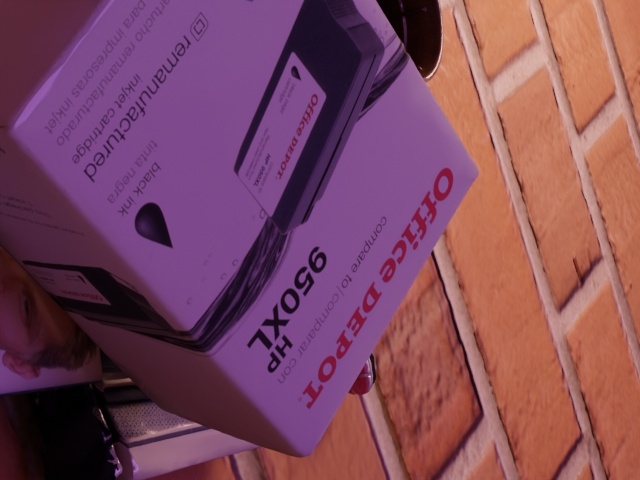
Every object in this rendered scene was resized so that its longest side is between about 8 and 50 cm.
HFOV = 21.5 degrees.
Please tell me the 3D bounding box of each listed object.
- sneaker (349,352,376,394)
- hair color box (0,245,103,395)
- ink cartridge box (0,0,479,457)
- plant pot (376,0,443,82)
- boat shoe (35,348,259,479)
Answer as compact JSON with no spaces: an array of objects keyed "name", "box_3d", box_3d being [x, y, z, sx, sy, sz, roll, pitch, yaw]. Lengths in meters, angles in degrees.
[{"name":"sneaker","box_3d":[0.025,0.078,1.775,0.075,0.063,0.170,-39,110,-51]},{"name":"hair color box","box_3d":[-0.286,0.031,1.165,0.347,0.105,0.173,0,81,-69]},{"name":"ink cartridge box","box_3d":[-0.082,-0.073,1.202,0.285,0.166,0.395,-57,137,-20]},{"name":"plant pot","box_3d":[0.019,-0.229,1.761,0.167,0.165,0.167,26,59,-54]},{"name":"boat shoe","box_3d":[-0.117,0.113,1.456,0.340,0.127,0.158,-6,80,-60]}]
